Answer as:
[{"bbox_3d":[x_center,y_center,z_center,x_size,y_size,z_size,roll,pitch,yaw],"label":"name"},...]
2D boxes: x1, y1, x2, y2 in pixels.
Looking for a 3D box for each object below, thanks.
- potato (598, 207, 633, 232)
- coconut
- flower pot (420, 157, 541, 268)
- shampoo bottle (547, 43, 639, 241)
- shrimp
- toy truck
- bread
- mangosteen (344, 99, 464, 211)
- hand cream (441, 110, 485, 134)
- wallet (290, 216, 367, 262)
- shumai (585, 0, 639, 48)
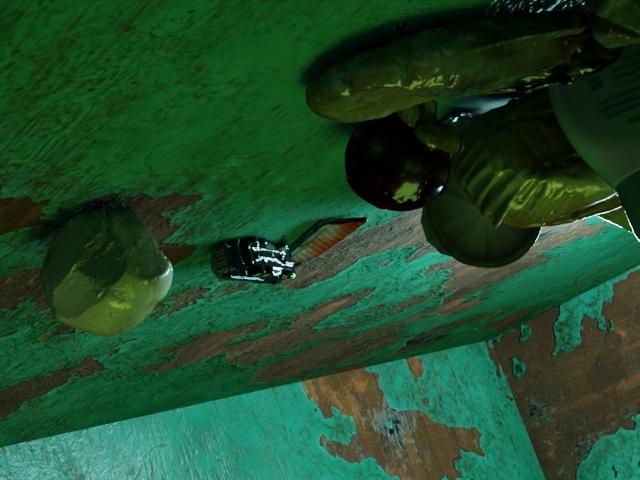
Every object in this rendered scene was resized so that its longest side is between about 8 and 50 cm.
[{"bbox_3d":[0.550,-0.145,2.216,0.196,0.246,0.299,14,156,34],"label":"potato"},{"bbox_3d":[-0.316,0.052,1.809,0.194,0.194,0.194,-19,166,-5],"label":"coconut"},{"bbox_3d":[0.270,-0.052,2.242,0.212,0.212,0.202,-17,-179,-11],"label":"flower pot"},{"bbox_3d":[0.466,-0.148,1.759,0.222,0.349,0.151,-17,165,-12],"label":"shampoo bottle"},{"bbox_3d":[0.193,-0.224,1.631,0.446,0.109,0.221,-13,170,-14],"label":"shrimp"},{"bbox_3d":[-0.123,0.043,2.244,0.088,0.074,0.202,-21,166,25],"label":"toy truck"},{"bbox_3d":[0.399,-0.151,1.928,0.389,0.236,0.183,-11,159,-15],"label":"bread"},{"bbox_3d":[0.123,-0.129,1.797,0.166,0.166,0.180,-2,133,-50],"label":"mangosteen"},{"bbox_3d":[0.166,-0.138,2.015,0.086,0.055,0.235,-8,154,-49],"label":"hand cream"},{"bbox_3d":[0.000,0.000,2.357,0.103,0.020,0.196,-10,163,-33],"label":"wallet"},{"bbox_3d":[0.457,-0.311,1.457,0.272,0.222,0.203,11,171,4],"label":"shumai"}]
